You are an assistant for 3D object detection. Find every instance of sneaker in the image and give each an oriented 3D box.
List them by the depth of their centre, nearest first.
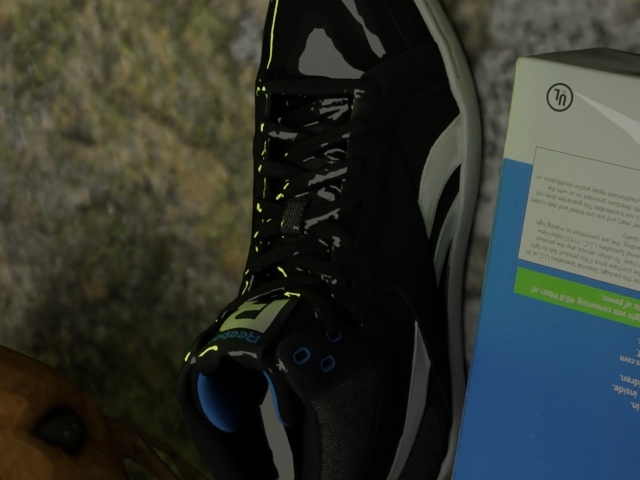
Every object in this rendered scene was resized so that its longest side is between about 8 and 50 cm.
[{"bbox_3d":[0.000,0.000,0.551,0.079,0.121,0.216,-3,97,30],"label":"sneaker"}]

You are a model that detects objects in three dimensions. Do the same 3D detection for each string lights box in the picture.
[{"bbox_3d":[0.116,0.077,0.522,0.133,0.077,0.259,16,106,27],"label":"string lights box"}]

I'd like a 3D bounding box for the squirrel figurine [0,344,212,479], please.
[{"bbox_3d":[-0.173,0.223,0.594,0.397,0.281,0.370,-19,93,36],"label":"squirrel figurine"}]
